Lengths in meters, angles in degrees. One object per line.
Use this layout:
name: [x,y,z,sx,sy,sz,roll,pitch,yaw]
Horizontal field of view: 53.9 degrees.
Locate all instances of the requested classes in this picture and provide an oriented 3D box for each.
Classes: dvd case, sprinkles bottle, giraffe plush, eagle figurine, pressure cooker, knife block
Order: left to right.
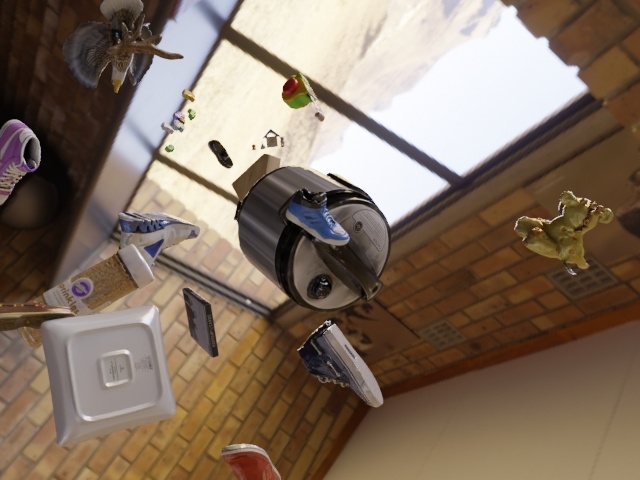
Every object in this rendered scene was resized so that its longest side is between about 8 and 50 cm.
sprinkles bottle: [-0.629,0.146,1.682,0.355,0.121,0.121,-32,-177,-17]
eagle figurine: [-0.534,-0.499,1.669,0.225,0.226,0.298,-53,-150,-12]
dvd case: [-0.395,0.264,2.067,0.030,0.179,0.239,-13,-165,-27]
knife block: [-0.222,-0.159,2.405,0.276,0.242,0.088,-40,159,20]
pressure cooker: [-0.003,0.005,1.813,0.420,0.370,0.375,35,-57,51]
giraffe plush: [0.621,-0.040,1.583,0.210,0.181,0.170,56,-49,50]

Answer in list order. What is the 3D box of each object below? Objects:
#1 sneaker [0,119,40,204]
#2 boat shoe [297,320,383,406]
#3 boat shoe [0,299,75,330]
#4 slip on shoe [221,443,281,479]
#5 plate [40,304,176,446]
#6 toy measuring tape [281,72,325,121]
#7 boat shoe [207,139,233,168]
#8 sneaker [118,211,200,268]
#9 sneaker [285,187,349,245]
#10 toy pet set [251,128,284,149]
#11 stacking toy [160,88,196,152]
sneaker: [-0.933,-0.209,1.896,0.102,0.161,0.282,2,117,-56]
boat shoe: [0.064,0.455,2.177,0.158,0.340,0.127,-35,177,14]
boat shoe: [-0.642,0.160,1.406,0.064,0.178,0.060,-54,-132,39]
slip on shoe: [-0.214,0.742,2.006,0.123,0.331,0.101,-15,-137,12]
plate: [-0.472,0.297,1.439,0.278,0.277,0.045,-6,169,-39]
toy measuring tape: [-0.075,-0.521,2.374,0.121,0.121,0.330,-46,-138,23]
boat shoe: [-0.342,-0.302,2.201,0.038,0.125,0.046,-5,-141,44]
sneaker: [-0.569,0.004,2.132,0.315,0.127,0.182,1,108,-57]
sneaker: [0.003,-0.056,1.352,0.058,0.152,0.084,-40,157,-56]
toy pet set: [-0.188,-0.364,2.266,0.122,0.065,0.114,-7,-174,-7]
stacking toy: [-0.502,-0.421,2.214,0.167,0.052,0.221,-51,-150,22]
